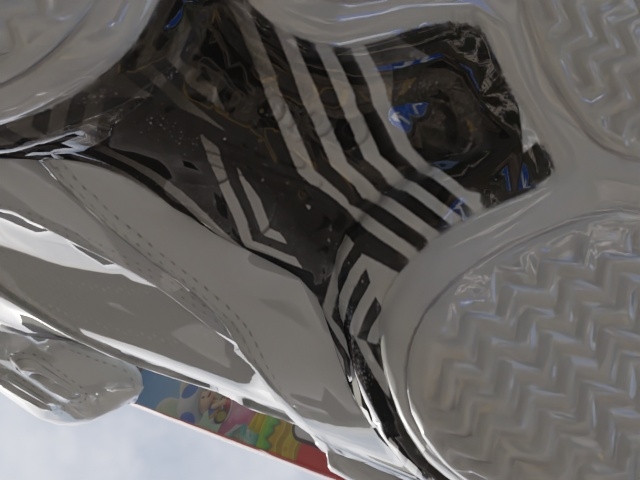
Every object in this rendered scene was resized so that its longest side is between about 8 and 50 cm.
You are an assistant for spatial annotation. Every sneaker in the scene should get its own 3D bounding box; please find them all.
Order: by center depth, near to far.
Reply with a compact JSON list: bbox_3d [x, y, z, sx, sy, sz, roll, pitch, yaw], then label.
[{"bbox_3d":[0.000,0.000,0.456,0.365,0.137,0.210,32,-23,2],"label":"sneaker"}]

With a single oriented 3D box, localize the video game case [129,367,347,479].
[{"bbox_3d":[-0.002,0.009,0.789,0.285,0.025,0.204,12,-106,48],"label":"video game case"}]
